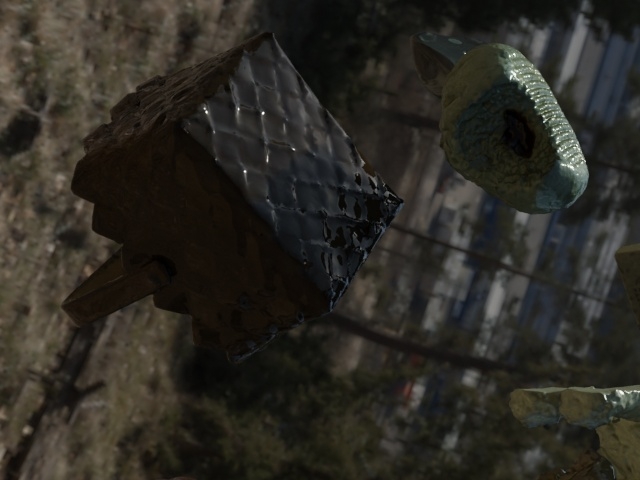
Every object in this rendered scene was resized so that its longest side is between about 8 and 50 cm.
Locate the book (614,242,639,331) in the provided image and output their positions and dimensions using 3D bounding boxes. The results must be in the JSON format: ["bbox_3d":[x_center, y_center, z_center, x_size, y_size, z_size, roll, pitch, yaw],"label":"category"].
[{"bbox_3d":[0.538,0.167,1.420,0.032,0.269,0.388,-33,104,-42],"label":"book"}]

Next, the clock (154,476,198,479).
[{"bbox_3d":[-0.140,0.451,1.499,0.080,0.318,0.318,-32,140,-35],"label":"clock"}]

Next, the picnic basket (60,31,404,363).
[{"bbox_3d":[-0.118,-0.030,1.210,0.291,0.321,0.254,51,46,-14],"label":"picnic basket"}]

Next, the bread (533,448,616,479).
[{"bbox_3d":[0.241,0.477,1.193,0.390,0.371,0.279,-40,178,10],"label":"bread"}]

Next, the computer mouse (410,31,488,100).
[{"bbox_3d":[0.251,-0.250,1.894,0.379,0.167,0.090,-117,-146,-59],"label":"computer mouse"}]

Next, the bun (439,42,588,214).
[{"bbox_3d":[0.213,-0.122,1.344,0.126,0.212,0.204,-33,154,26],"label":"bun"}]

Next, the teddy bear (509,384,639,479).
[{"bbox_3d":[0.532,0.426,1.975,0.375,0.327,0.362,2,83,-32],"label":"teddy bear"}]
